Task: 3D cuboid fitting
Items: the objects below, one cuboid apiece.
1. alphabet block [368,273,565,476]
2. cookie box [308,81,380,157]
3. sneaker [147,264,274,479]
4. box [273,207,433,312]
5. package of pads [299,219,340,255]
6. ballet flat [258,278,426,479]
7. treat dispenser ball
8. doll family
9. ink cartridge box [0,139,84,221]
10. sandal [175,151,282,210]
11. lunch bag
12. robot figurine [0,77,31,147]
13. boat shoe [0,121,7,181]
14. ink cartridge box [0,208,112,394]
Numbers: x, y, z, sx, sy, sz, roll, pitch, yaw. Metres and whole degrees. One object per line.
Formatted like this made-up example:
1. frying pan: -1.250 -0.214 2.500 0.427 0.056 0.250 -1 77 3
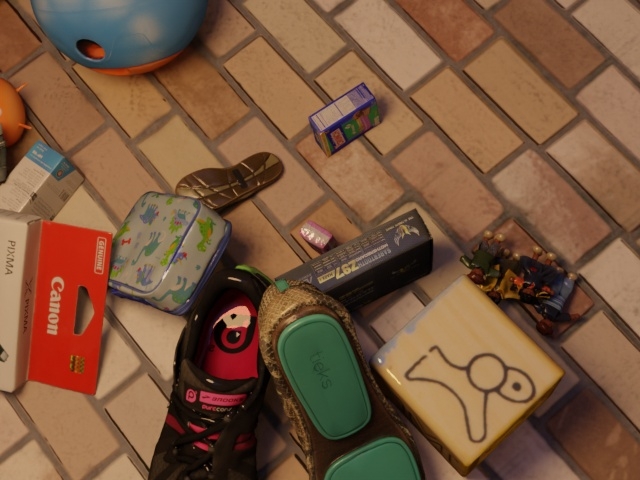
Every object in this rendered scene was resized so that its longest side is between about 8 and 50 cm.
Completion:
1. alphabet block: 0.205 0.196 1.463 0.192 0.193 0.197 -41 73 -6
2. cookie box: 0.040 -0.194 1.658 0.107 0.092 0.040 -33 69 -4
3. sneaker: -0.165 0.260 1.477 0.185 0.202 0.482 3 73 8
4. box: 0.054 0.051 1.530 0.233 0.183 0.059 -27 71 -3
5. package of pads: 0.000 0.000 1.604 0.050 0.083 0.032 35 84 19
6. ballet flat: 0.033 0.258 1.440 0.164 0.182 0.482 -23 112 -5
7. treat dispenser ball: -0.326 -0.413 1.662 0.288 0.288 0.288 -2 72 6
8. doll family: 0.303 0.069 1.553 0.193 0.076 0.111 18 56 16
9. ink cartridge box: -0.476 -0.062 1.664 0.060 0.104 0.180 34 78 15
10. sandal: -0.148 -0.091 1.672 0.180 0.049 0.072 -22 77 -17
11. lunch bag: -0.242 0.019 1.570 0.219 0.090 0.176 10 68 53
12. robot figurine: -0.591 -0.206 1.710 0.219 0.128 0.158 -10 28 3
13. boat shoe: -0.647 -0.113 1.616 0.319 0.116 0.099 -10 106 6
14. ink cartridge box: -0.454 0.099 1.573 0.239 0.060 0.275 11 103 10
